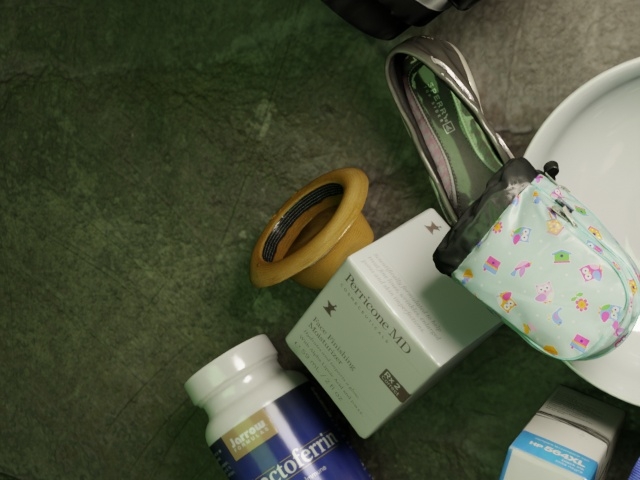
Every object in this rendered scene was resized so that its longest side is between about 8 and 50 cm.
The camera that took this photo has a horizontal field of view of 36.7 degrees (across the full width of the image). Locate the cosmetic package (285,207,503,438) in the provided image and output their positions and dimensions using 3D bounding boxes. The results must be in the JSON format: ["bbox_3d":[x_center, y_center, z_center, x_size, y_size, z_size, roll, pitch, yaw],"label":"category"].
[{"bbox_3d":[0.087,0.093,1.077,0.151,0.151,0.184,49,139,14],"label":"cosmetic package"}]

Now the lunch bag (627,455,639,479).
[{"bbox_3d":[0.398,0.343,0.809,0.327,0.239,0.386,30,125,37],"label":"lunch bag"}]

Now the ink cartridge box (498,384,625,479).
[{"bbox_3d":[0.245,0.259,1.015,0.085,0.203,0.148,19,109,24],"label":"ink cartridge box"}]

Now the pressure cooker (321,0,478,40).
[{"bbox_3d":[0.062,-0.400,0.893,0.420,0.370,0.376,-35,68,23],"label":"pressure cooker"}]

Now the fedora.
[{"bbox_3d":[0.000,0.000,1.160,0.194,0.194,0.079,-33,118,31],"label":"fedora"}]

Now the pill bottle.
[{"bbox_3d":[-0.050,0.260,1.216,0.153,0.153,0.265,-40,78,29],"label":"pill bottle"}]

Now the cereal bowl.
[{"bbox_3d":[0.360,-0.013,0.932,0.338,0.141,0.339,6,103,30],"label":"cereal bowl"}]

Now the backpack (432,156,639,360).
[{"bbox_3d":[0.205,0.030,0.883,0.182,0.115,0.152,42,114,14],"label":"backpack"}]

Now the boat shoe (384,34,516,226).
[{"bbox_3d":[0.164,-0.072,1.061,0.112,0.095,0.335,-31,83,31],"label":"boat shoe"}]
